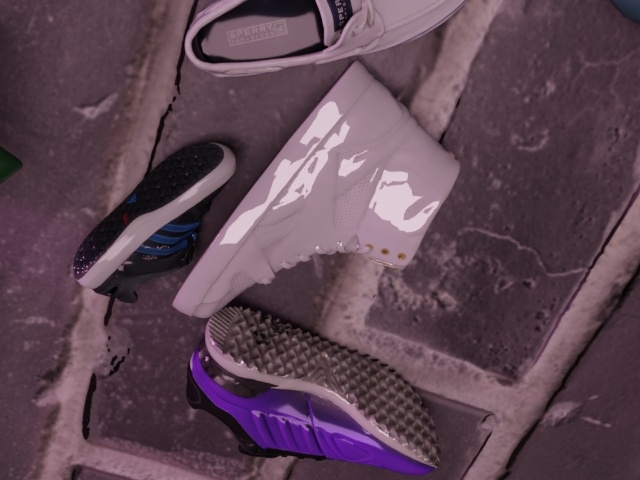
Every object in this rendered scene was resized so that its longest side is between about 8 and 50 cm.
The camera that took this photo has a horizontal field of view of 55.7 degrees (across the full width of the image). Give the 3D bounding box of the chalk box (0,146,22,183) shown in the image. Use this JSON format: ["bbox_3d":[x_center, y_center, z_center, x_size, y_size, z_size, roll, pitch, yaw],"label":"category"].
[{"bbox_3d":[-0.395,-0.120,0.485,0.288,0.180,0.179,21,112,-10],"label":"chalk box"}]

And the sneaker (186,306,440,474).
[{"bbox_3d":[-0.015,0.191,0.667,0.293,0.102,0.146,29,118,-9],"label":"sneaker"}]

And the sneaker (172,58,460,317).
[{"bbox_3d":[0.000,0.000,0.573,0.169,0.108,0.292,38,107,-12],"label":"sneaker"}]

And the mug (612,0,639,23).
[{"bbox_3d":[0.314,-0.243,0.472,0.129,0.097,0.158,27,111,-11],"label":"mug"}]

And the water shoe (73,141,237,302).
[{"bbox_3d":[-0.151,-0.017,0.599,0.203,0.073,0.080,-36,135,14],"label":"water shoe"}]

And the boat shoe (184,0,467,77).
[{"bbox_3d":[0.012,-0.188,0.504,0.258,0.084,0.095,-19,112,8],"label":"boat shoe"}]
